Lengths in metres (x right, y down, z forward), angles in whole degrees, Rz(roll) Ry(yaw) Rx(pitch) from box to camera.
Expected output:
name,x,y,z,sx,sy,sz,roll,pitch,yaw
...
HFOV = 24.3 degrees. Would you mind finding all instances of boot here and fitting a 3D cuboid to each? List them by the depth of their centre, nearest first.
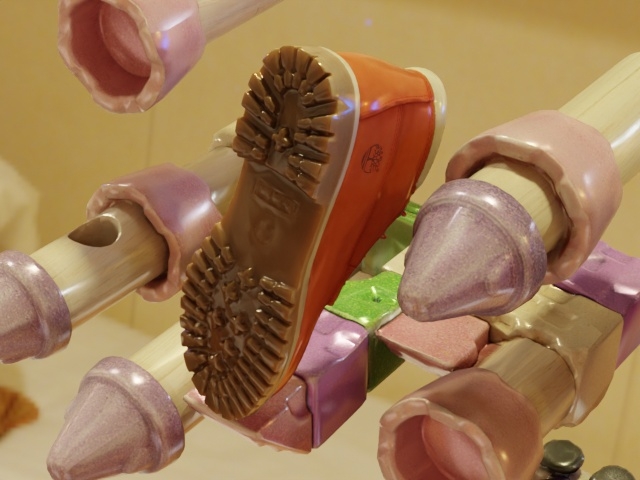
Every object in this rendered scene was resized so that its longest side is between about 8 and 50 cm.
name,x,y,z,sx,sy,sz,roll,pitch,yaw
boot,0.000,0.000,0.580,0.059,0.158,0.084,38,29,32

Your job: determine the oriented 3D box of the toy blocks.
name,x,y,z,sx,sy,sz,roll,pitch,yaw
toy blocks,-0.016,0.057,0.682,0.288,0.309,0.260,23,41,29
